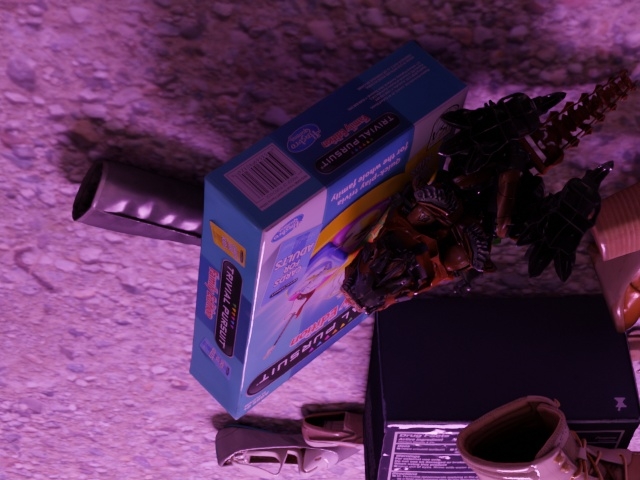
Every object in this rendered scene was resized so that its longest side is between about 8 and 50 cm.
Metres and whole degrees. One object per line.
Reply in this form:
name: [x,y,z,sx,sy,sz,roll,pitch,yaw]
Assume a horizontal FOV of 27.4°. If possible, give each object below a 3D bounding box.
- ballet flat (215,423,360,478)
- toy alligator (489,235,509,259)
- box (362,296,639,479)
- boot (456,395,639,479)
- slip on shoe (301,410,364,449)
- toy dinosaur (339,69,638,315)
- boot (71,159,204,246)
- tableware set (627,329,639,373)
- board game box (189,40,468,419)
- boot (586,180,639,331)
ballet flat: [-0.042,0.301,1.829,0.213,0.068,0.072,5,145,-9]
toy alligator: [0.155,-0.002,1.373,0.189,0.056,0.051,-11,180,-44]
box: [0.209,0.216,1.608,0.296,0.183,0.294,0,144,-3]
boot: [0.290,0.243,1.426,0.262,0.095,0.203,-8,142,15]
slip on shoe: [0.041,0.252,1.782,0.135,0.051,0.041,-2,134,12]
toy dinosaur: [0.153,-0.055,1.200,0.164,0.322,0.218,31,172,-6]
boot: [-0.129,-0.043,1.348,0.208,0.076,0.189,25,136,-22]
tableware set: [0.443,0.138,1.643,0.141,0.020,0.168,-26,139,35]
board game box: [0.000,0.000,1.261,0.254,0.079,0.336,-36,157,-28]
boot: [0.393,-0.001,1.381,0.211,0.104,0.295,-19,154,5]
